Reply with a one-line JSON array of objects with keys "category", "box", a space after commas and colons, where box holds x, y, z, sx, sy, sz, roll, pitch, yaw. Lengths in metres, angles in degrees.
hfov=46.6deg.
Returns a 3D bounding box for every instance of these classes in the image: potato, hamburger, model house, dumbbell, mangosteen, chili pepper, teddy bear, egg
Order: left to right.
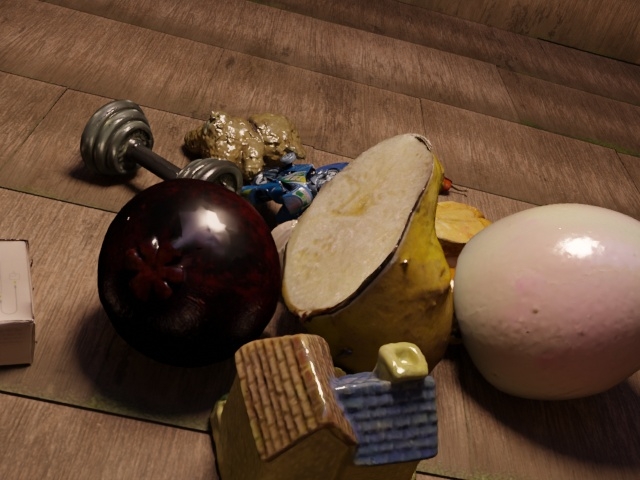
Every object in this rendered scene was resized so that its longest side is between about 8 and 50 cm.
[{"category": "dumbbell", "box": [-0.333, -0.153, 1.558, 0.406, 0.179, 0.179, 31, 37, 21]}, {"category": "mangosteen", "box": [-0.202, 0.052, 1.241, 0.306, 0.307, 0.347, 27, 6, 14]}, {"category": "teddy bear", "box": [-0.168, -0.228, 1.757, 0.256, 0.156, 0.267, -5, 39, -32]}, {"category": "model house", "box": [0.010, 0.243, 1.085, 0.321, 0.266, 0.261, 1, 42, -23]}, {"category": "potato", "box": [0.123, 0.060, 1.314, 0.296, 0.290, 0.397, 45, 54, -32]}, {"category": "chili pepper", "box": [0.266, -0.162, 1.921, 0.268, 0.051, 0.059, 16, 2, -24]}, {"category": "hamburger", "box": [0.274, 0.015, 1.604, 0.329, 0.162, 0.209, 12, 32, -5]}, {"category": "egg", "box": [0.466, 0.097, 1.317, 0.354, 0.339, 0.355, 14, 68, -37]}]

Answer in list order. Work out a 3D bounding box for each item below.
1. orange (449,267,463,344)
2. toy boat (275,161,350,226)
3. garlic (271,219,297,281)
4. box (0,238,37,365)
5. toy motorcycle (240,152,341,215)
[{"category": "orange", "box": [0.253, 0.130, 1.445, 0.154, 0.155, 0.134, -12, 50, -36]}, {"category": "toy boat", "box": [0.013, -0.109, 1.709, 0.129, 0.088, 0.295, 7, 35, 22]}, {"category": "garlic", "box": [0.000, 0.047, 1.442, 0.229, 0.178, 0.143, 9, 56, 7]}, {"category": "box", "box": [-0.582, 0.097, 1.163, 0.251, 0.106, 0.203, 0, 39, -26]}, {"category": "toy motorcycle", "box": [-0.071, -0.111, 1.570, 0.254, 0.092, 0.135, 5, 43, 44]}]
